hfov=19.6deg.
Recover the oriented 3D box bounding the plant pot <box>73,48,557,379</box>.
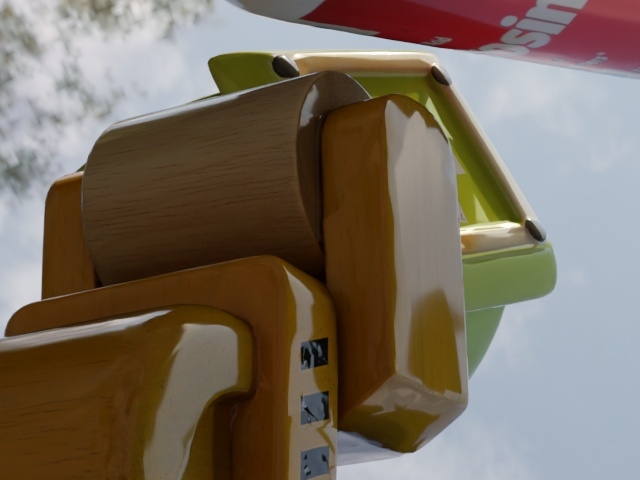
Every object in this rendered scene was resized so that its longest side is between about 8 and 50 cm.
[{"bbox_3d":[0.000,0.000,1.184,0.228,0.207,0.227,-6,-119,-46],"label":"plant pot"}]

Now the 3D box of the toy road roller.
[{"bbox_3d":[-0.069,0.064,0.850,0.203,0.240,0.329,-12,-113,28],"label":"toy road roller"}]

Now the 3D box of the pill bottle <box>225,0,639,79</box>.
[{"bbox_3d":[0.063,-0.225,1.049,0.408,0.229,0.229,6,-120,-25],"label":"pill bottle"}]
